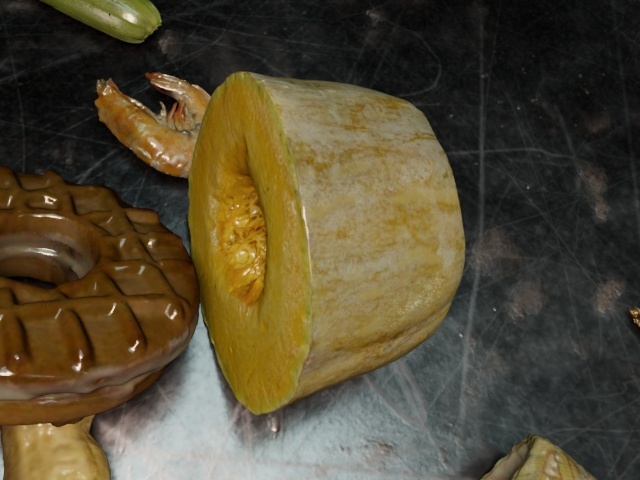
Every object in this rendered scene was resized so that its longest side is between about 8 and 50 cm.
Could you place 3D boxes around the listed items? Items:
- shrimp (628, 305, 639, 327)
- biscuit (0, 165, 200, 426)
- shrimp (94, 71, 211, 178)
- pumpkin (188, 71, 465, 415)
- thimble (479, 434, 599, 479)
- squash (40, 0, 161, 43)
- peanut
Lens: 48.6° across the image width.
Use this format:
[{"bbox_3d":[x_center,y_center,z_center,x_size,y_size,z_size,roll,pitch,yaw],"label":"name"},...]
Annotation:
[{"bbox_3d":[0.452,0.120,0.927,0.108,0.023,0.059,46,56,10],"label":"shrimp"},{"bbox_3d":[-0.277,0.040,0.683,0.332,0.103,0.332,16,29,-9],"label":"biscuit"},{"bbox_3d":[-0.200,-0.153,0.897,0.187,0.051,0.132,37,52,-3],"label":"shrimp"},{"bbox_3d":[0.000,0.000,0.735,0.199,0.332,0.332,-1,66,-27],"label":"pumpkin"},{"bbox_3d":[0.219,0.312,0.726,0.143,0.137,0.190,43,76,9],"label":"thimble"},{"bbox_3d":[-0.319,-0.328,0.932,0.239,0.069,0.069,26,64,1],"label":"squash"},{"bbox_3d":[-0.258,0.203,0.692,0.103,0.098,0.229,8,64,-29],"label":"peanut"}]
